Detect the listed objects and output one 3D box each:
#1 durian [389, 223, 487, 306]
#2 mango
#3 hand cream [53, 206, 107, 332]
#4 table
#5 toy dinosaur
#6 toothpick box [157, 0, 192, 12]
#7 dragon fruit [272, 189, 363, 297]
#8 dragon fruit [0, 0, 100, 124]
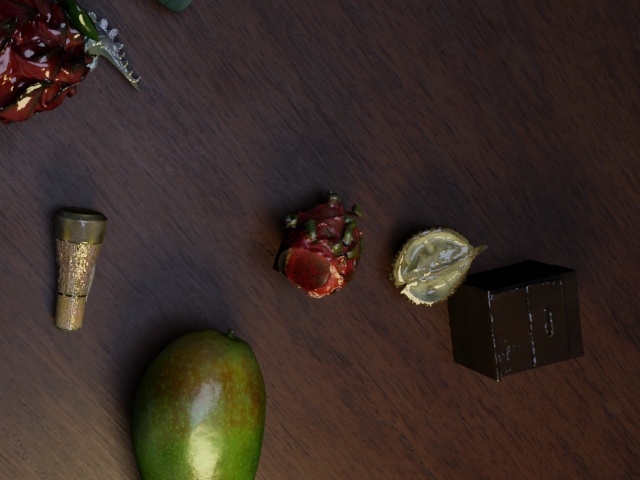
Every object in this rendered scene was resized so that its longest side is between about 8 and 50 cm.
[{"bbox_3d":[0.212,0.034,2.041,0.188,0.091,0.148,-18,105,3],"label":"durian"},{"bbox_3d":[-0.206,0.330,1.855,0.225,0.201,0.382,-4,109,-44],"label":"mango"},{"bbox_3d":[-0.396,0.051,1.808,0.084,0.084,0.203,5,99,-23],"label":"hand cream"},{"bbox_3d":[0.362,0.143,2.073,0.193,0.172,0.169,-11,100,-20],"label":"table"},{"bbox_3d":[-0.358,-0.313,1.798,0.209,0.039,0.082,42,79,-22],"label":"toy dinosaur"},{"bbox_3d":[-0.267,-0.457,1.776,0.184,0.120,0.120,33,83,-20],"label":"toothpick box"},{"bbox_3d":[0.000,0.000,1.923,0.160,0.172,0.167,-19,116,21],"label":"dragon fruit"},{"bbox_3d":[-0.469,-0.258,1.669,0.233,0.234,0.293,37,100,-22],"label":"dragon fruit"}]
